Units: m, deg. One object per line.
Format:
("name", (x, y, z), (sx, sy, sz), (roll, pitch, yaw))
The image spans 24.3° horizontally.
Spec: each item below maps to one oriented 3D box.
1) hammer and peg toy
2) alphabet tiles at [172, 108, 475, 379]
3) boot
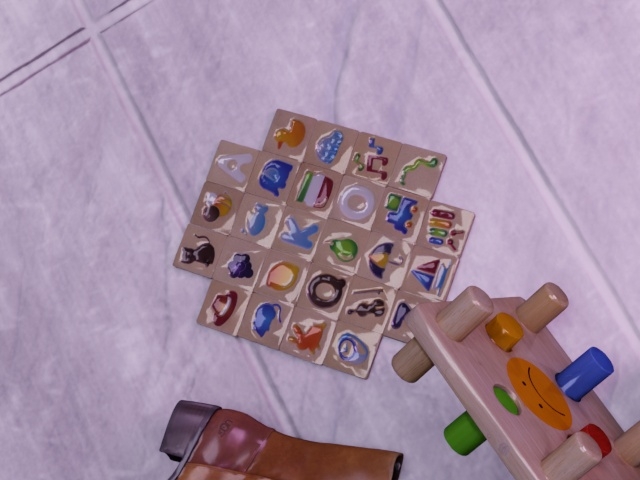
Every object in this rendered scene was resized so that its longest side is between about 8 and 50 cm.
("hammer and peg toy", (0.253, 0.208, 1.536), (0.127, 0.266, 0.361), (-45, 68, 25))
("alphabet tiles", (0.000, 0.000, 1.784), (0.343, 0.011, 0.285), (17, 82, 20))
("boot", (-0.064, 0.337, 1.695), (0.281, 0.096, 0.264), (15, 73, 12))
